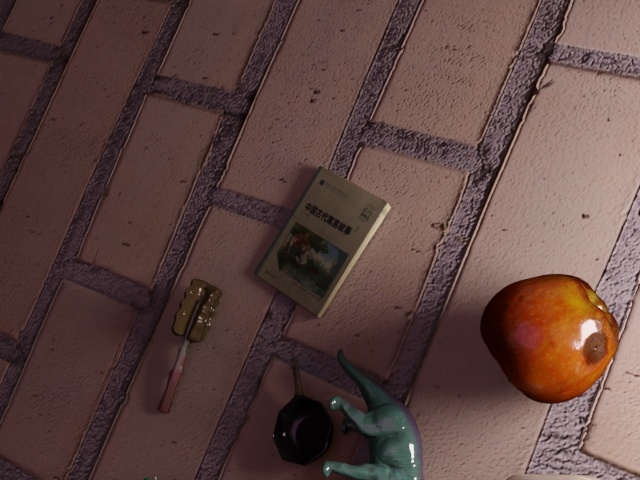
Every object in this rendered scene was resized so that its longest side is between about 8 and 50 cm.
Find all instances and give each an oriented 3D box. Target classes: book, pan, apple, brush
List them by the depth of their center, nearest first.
[{"bbox_3d":[0.394,0.158,1.676,0.230,0.230,0.230,-11,67,26],"label":"apple"},{"bbox_3d":[-0.019,0.345,1.942,0.128,0.048,0.202,9,78,31],"label":"pan"},{"bbox_3d":[0.000,0.000,2.076,0.215,0.025,0.283,31,90,36],"label":"book"},{"bbox_3d":[-0.300,0.234,2.141,0.084,0.071,0.301,19,88,30],"label":"brush"}]

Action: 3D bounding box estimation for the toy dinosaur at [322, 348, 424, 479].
[{"bbox_3d":[0.181,0.381,1.800,0.330,0.129,0.384,-4,69,17],"label":"toy dinosaur"}]

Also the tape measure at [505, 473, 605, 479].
[{"bbox_3d":[0.413,0.521,1.584,0.231,0.133,0.271,-7,70,36],"label":"tape measure"}]

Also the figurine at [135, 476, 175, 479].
[{"bbox_3d":[-0.362,0.588,2.021,0.111,0.102,0.195,3,76,18],"label":"figurine"}]
